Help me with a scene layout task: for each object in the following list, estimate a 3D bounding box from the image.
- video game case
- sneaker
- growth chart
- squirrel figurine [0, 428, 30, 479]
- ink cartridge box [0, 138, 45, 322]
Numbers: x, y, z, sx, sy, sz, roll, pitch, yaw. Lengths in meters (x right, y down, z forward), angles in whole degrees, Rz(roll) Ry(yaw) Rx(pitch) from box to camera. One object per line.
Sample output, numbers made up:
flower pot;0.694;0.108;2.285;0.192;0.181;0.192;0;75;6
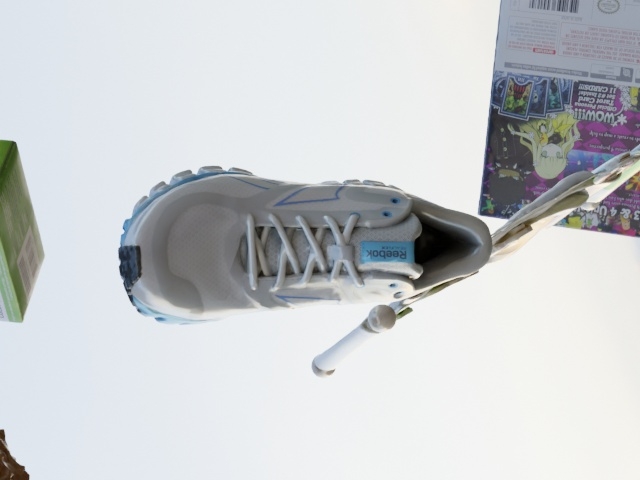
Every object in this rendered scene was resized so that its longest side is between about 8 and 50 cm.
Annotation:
video game case;0.255;-0.108;1.303;0.042;0.232;0.210;-43;-41;-69
sneaker;0.000;0.000;0.711;0.190;0.083;0.071;-7;-83;-38
growth chart;0.101;0.009;0.965;0.021;0.237;0.172;57;168;6
squirrel figurine;-0.290;0.094;0.800;0.370;0.281;0.397;64;149;17
ink cartridge box;-0.429;-0.018;1.616;0.189;0.255;0.097;87;-170;-49
